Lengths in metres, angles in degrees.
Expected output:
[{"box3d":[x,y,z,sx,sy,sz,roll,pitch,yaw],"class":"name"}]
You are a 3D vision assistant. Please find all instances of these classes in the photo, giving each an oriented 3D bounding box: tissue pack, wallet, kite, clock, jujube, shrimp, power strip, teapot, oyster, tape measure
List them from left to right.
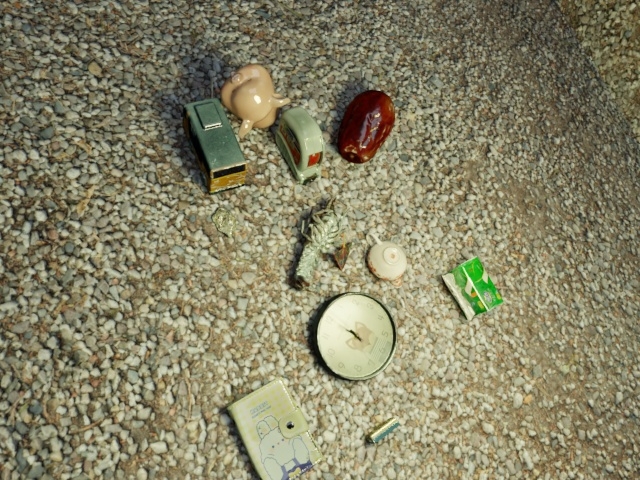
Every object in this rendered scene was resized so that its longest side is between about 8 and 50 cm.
[{"box3d":[-0.360,-0.070,1.837,0.100,0.037,0.098,26,64,-5],"class":"oyster"},{"box3d":[-0.152,0.635,1.605,0.223,0.077,0.310,-25,80,-20],"class":"wallet"},{"box3d":[-0.071,-0.385,1.943,0.125,0.246,0.243,-23,71,-26],"class":"tape measure"},{"box3d":[-0.001,-0.003,1.859,0.221,0.166,0.411,39,73,-36],"class":"shrimp"},{"box3d":[0.087,0.046,1.886,0.010,0.159,0.190,12,18,22],"class":"kite"},{"box3d":[0.128,0.346,1.777,0.324,0.067,0.326,3,79,-17],"class":"clock"},{"box3d":[0.191,-0.480,2.060,0.223,0.223,0.318,26,73,-5],"class":"jujube"},{"box3d":[0.216,0.664,1.710,0.123,0.056,0.032,-27,78,-23],"class":"power strip"},{"box3d":[0.258,0.068,1.935,0.159,0.116,0.246,-25,72,-12],"class":"teapot"},{"box3d":[0.583,0.200,1.943,0.156,0.148,0.209,-22,77,-24],"class":"tissue pack"}]

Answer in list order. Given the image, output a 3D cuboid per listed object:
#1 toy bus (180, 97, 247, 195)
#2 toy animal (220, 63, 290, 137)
[{"box3d":[-0.403,-0.360,1.851,0.161,0.194,0.324,-19,76,-21],"class":"toy bus"},{"box3d":[-0.258,-0.541,1.894,0.237,0.326,0.269,-34,63,6],"class":"toy animal"}]
